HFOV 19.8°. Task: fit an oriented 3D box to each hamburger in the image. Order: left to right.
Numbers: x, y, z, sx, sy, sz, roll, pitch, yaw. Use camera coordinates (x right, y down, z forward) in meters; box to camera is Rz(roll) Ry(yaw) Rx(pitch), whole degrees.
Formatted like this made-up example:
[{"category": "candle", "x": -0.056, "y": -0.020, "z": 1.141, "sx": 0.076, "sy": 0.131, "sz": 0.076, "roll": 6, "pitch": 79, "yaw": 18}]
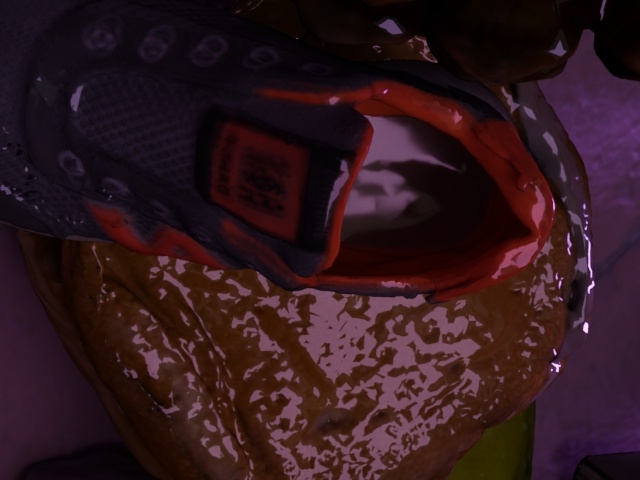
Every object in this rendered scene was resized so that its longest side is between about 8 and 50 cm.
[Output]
[{"category": "hamburger", "x": 0.000, "y": 0.000, "z": 0.986, "sx": 0.318, "sy": 0.158, "sz": 0.318, "roll": -6, "pitch": 104, "yaw": -24}]

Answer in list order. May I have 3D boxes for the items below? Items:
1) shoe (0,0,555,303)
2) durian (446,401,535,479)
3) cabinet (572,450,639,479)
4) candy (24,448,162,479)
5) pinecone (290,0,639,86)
[{"category": "shoe", "x": -0.044, "y": -0.038, "z": 0.782, "sx": 0.336, "sy": 0.171, "sz": 0.132, "roll": 14, "pitch": 100, "yaw": -20}, {"category": "durian", "x": 0.045, "y": 0.177, "z": 1.186, "sx": 0.139, "sy": 0.101, "sz": 0.250, "roll": 45, "pitch": 87, "yaw": -5}, {"category": "cabinet", "x": 0.310, "y": 0.345, "z": 1.359, "sx": 0.290, "sy": 0.227, "sz": 0.318, "roll": 2, "pitch": 113, "yaw": -41}, {"category": "candy", "x": -0.089, "y": 0.234, "z": 1.056, "sx": 0.137, "sy": 0.195, "sz": 0.185, "roll": -7, "pitch": 116, "yaw": -35}, {"category": "pinecone", "x": 0.113, "y": -0.270, "z": 0.801, "sx": 0.398, "sy": 0.398, "sz": 0.398, "roll": -18, "pitch": 125, "yaw": -27}]
